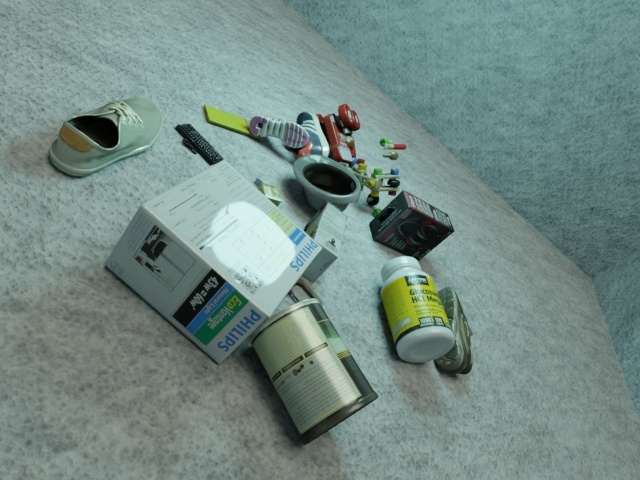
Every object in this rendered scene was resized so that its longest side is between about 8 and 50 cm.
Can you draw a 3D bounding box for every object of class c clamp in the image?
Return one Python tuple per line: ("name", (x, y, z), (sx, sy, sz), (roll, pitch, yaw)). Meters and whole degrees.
("c clamp", (-0.044, 0.182, 1.397), (0.160, 0.022, 0.137), (51, 34, 10))

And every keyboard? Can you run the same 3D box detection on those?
("keyboard", (-0.412, -0.327, 1.577), (0.180, 0.023, 0.108), (45, 33, 4))

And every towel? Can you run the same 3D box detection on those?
("towel", (-0.335, -0.455, 1.806), (0.237, 0.021, 0.102), (11, 41, -39))

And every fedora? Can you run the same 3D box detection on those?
("fedora", (0.017, -0.196, 1.766), (0.276, 0.124, 0.244), (34, 42, 17))

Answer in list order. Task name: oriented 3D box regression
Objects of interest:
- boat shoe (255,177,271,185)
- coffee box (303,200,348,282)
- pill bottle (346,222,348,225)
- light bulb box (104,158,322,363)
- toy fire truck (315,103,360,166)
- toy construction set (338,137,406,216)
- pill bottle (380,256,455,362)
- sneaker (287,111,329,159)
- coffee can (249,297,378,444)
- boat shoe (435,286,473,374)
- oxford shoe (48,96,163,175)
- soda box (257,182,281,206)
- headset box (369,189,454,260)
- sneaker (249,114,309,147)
("boat shoe", (-0.185, -0.187, 1.651), (0.100, 0.035, 0.035), (43, 35, 11))
("coffee box", (0.000, 0.000, 1.541), (0.098, 0.141, 0.246), (35, 33, -12))
("pill bottle", (0.069, -0.085, 1.795), (0.083, 0.043, 0.043), (47, 33, 7))
("light bulb box", (-0.244, 0.036, 1.164), (0.361, 0.225, 0.358), (43, 32, -3))
("toy fire truck", (0.094, -0.465, 2.144), (0.302, 0.170, 0.253), (-8, 84, -70))
("toy construction set", (0.196, -0.287, 1.946), (0.237, 0.308, 0.257), (-10, 52, -45))
("pill bottle", (0.311, 0.223, 1.576), (0.188, 0.188, 0.333), (20, 40, -31))
("sneaker", (-0.080, -0.446, 1.979), (0.148, 0.131, 0.350), (-1, 40, -20))
("coffee can", (-0.020, 0.307, 1.119), (0.202, 0.201, 0.275), (-8, 58, -50))
("boat shoe", (0.479, 0.333, 1.710), (0.130, 0.132, 0.355), (38, 41, -26))
("oxford shoe", (-0.568, -0.323, 1.314), (0.169, 0.130, 0.449), (36, 32, -8))
("soda box", (-0.191, -0.085, 1.394), (0.058, 0.181, 0.061), (13, 43, -37))
("headset box", (0.363, -0.062, 1.921), (0.293, 0.218, 0.110), (25, 38, -28))
("sneaker", (-0.157, -0.440, 1.845), (0.237, 0.095, 0.104), (17, 22, -6))
